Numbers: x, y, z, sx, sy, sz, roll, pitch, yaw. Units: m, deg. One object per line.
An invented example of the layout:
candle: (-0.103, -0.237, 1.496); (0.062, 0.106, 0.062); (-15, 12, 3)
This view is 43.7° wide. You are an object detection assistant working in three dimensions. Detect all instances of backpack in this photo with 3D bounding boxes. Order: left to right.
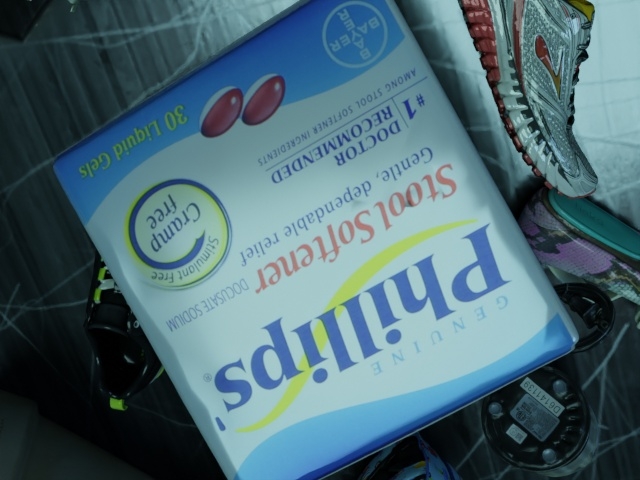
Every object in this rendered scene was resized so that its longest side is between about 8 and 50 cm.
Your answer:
backpack: (0.081, 0.274, 0.750); (0.116, 0.158, 0.173); (26, 102, -11)

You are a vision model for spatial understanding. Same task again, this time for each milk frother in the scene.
milk frother: (0.204, 0.122, 0.683); (0.143, 0.134, 0.129); (-35, 65, 8)

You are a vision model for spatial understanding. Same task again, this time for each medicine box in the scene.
medicine box: (0.000, 0.000, 0.603); (0.263, 0.149, 0.289); (-30, 90, 9)

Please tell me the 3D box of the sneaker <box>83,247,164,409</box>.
sneaker: (-0.168, 0.047, 0.724); (0.084, 0.097, 0.235); (6, 112, 6)

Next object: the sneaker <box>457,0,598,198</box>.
sneaker: (0.171, -0.135, 0.604); (0.092, 0.088, 0.225); (-20, 107, 15)

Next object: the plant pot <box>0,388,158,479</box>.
plant pot: (-0.248, 0.328, 0.763); (0.280, 0.323, 0.323); (19, 114, -17)

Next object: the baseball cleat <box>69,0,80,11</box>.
baseball cleat: (-0.265, -0.271, 0.631); (0.205, 0.072, 0.110); (26, 106, -6)

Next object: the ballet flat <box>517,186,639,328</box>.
ballet flat: (0.264, 0.031, 0.670); (0.221, 0.077, 0.079); (27, 131, 3)
